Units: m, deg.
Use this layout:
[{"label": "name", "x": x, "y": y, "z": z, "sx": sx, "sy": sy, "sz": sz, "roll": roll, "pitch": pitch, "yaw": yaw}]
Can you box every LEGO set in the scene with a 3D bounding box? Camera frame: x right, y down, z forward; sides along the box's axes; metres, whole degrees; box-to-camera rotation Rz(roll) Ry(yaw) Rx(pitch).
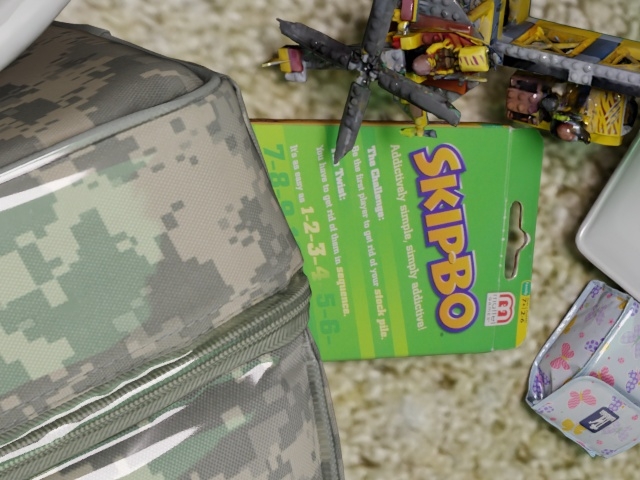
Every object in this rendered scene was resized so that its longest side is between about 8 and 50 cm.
[{"label": "LEGO set", "x": 0.118, "y": -0.164, "z": 0.850, "sx": 0.192, "sy": 0.255, "sz": 0.331, "roll": -39, "pitch": 146, "yaw": -54}]

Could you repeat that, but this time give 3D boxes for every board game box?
[{"label": "board game box", "x": 0.000, "y": 0.000, "z": 0.969, "sx": 0.259, "sy": 0.039, "sz": 0.124, "roll": -1, "pitch": 101, "yaw": -28}]

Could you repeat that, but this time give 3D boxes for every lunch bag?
[{"label": "lunch bag", "x": 0.164, "y": 0.077, "z": 1.072, "sx": 0.071, "sy": 0.053, "sz": 0.083, "roll": 39, "pitch": 88, "yaw": -29}, {"label": "lunch bag", "x": -0.127, "y": 0.067, "z": 0.747, "sx": 0.212, "sy": 0.305, "sz": 0.256, "roll": -29, "pitch": 112, "yaw": -23}]

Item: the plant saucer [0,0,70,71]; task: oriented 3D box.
[{"label": "plant saucer", "x": -0.259, "y": -0.198, "z": 0.690, "sx": 0.400, "sy": 0.100, "sz": 0.400, "roll": 4, "pitch": 76, "yaw": -18}]

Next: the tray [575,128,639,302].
[{"label": "tray", "x": 0.252, "y": -0.074, "z": 1.109, "sx": 0.145, "sy": 0.030, "sz": 0.270, "roll": 38, "pitch": 79, "yaw": -30}]
